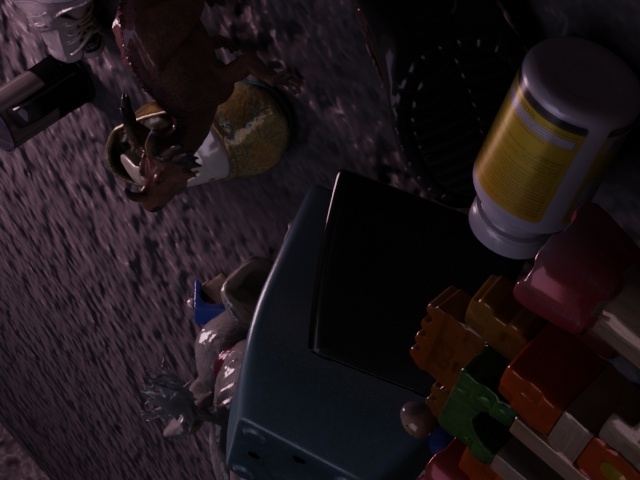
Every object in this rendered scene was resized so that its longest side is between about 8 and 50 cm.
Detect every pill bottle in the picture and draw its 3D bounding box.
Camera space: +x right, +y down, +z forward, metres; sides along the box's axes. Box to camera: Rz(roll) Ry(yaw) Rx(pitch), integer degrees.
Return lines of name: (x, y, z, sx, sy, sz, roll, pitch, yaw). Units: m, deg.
pill bottle: (0.187, -0.071, 1.475, 0.103, 0.103, 0.184, 43, 138, 20)

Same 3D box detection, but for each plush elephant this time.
plush elephant: (-0.063, 0.179, 2.166, 0.330, 0.255, 0.272, 24, 115, -13)

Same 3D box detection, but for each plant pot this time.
plant pot: (0.028, 0.145, 1.833, 0.248, 0.252, 0.247, 27, 151, 6)
plant pot: (0.076, 0.050, 1.663, 0.188, 0.167, 0.187, 22, 176, 3)

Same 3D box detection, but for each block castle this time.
block castle: (0.231, 0.059, 1.388, 0.213, 0.303, 0.453, 40, 154, 13)

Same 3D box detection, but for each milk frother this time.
milk frother: (-0.383, -0.212, 2.303, 0.143, 0.135, 0.129, 53, 155, 0)

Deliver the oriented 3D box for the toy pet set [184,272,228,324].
toy pet set: (-0.137, 0.106, 2.382, 0.122, 0.065, 0.114, 42, 154, 21)

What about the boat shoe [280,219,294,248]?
boat shoe: (0.000, 0.000, 2.003, 0.226, 0.083, 0.075, -30, 81, 57)

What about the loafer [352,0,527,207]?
loafer: (0.101, -0.191, 1.531, 0.130, 0.134, 0.366, -97, -12, -55)

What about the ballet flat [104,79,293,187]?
ballet flat: (-0.152, -0.109, 2.060, 0.348, 0.123, 0.123, -1, 123, 60)

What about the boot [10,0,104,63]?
boot: (-0.290, -0.276, 2.128, 0.123, 0.095, 0.258, 56, 165, -22)

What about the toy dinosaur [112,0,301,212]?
toy dinosaur: (-0.162, -0.187, 1.861, 0.127, 0.200, 0.295, 5, 125, 59)

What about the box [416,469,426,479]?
box: (0.084, 0.380, 2.268, 0.247, 0.142, 0.163, 3, 125, 58)
